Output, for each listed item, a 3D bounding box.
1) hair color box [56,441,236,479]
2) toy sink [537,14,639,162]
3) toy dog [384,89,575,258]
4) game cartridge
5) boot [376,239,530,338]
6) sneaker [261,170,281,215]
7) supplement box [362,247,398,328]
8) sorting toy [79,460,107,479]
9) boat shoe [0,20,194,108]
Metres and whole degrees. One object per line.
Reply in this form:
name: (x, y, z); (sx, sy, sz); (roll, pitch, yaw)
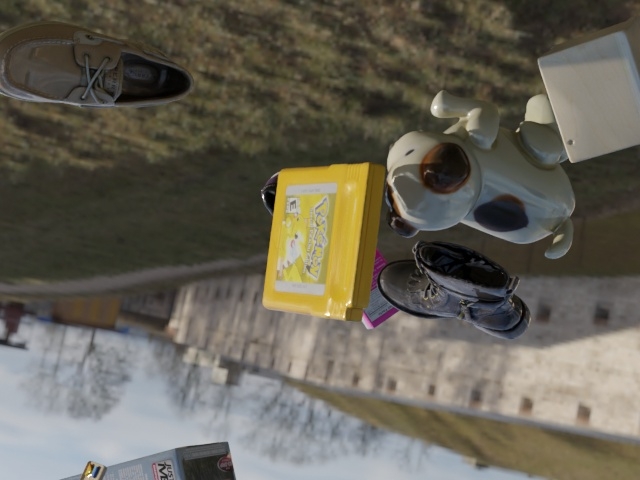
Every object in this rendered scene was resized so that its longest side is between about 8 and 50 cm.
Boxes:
hair color box: (-0.360, 0.470, 2.058); (0.374, 0.113, 0.185); (-18, 167, 22)
toy sink: (0.398, -0.216, 1.568); (0.131, 0.152, 0.234); (-16, -170, 25)
toy dog: (0.307, -0.115, 2.317); (0.408, 0.395, 0.284); (-1, 155, -35)
game cartridge: (0.000, 0.000, 2.084); (0.053, 0.285, 0.324); (9, 176, -29)
boot: (0.173, 0.049, 1.562); (0.263, 0.091, 0.229); (15, 165, 26)
sneaker: (-0.020, -0.012, 2.310); (0.283, 0.107, 0.124); (44, -159, -5)
supplement box: (0.093, 0.078, 2.475); (0.114, 0.220, 0.111); (-33, 178, -7)
sorting toy: (-0.384, 0.404, 1.829); (0.012, 0.083, 0.062); (34, 161, -33)
boat shoe: (-0.343, -0.261, 1.695); (0.110, 0.121, 0.341); (24, -159, 38)
